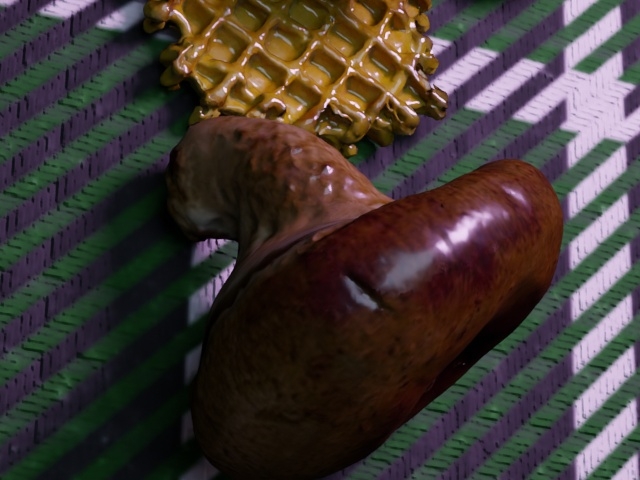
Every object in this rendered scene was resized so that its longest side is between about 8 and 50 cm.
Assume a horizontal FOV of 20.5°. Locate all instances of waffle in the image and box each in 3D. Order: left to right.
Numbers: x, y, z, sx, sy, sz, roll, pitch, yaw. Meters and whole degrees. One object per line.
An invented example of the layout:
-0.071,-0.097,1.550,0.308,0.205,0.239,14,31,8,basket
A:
-0.021,-0.167,1.289,0.231,0.051,0.229,-7,77,-26,waffle

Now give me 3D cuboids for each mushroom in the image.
0.013,0.031,1.117,0.254,0.267,0.267,31,61,-11,mushroom
